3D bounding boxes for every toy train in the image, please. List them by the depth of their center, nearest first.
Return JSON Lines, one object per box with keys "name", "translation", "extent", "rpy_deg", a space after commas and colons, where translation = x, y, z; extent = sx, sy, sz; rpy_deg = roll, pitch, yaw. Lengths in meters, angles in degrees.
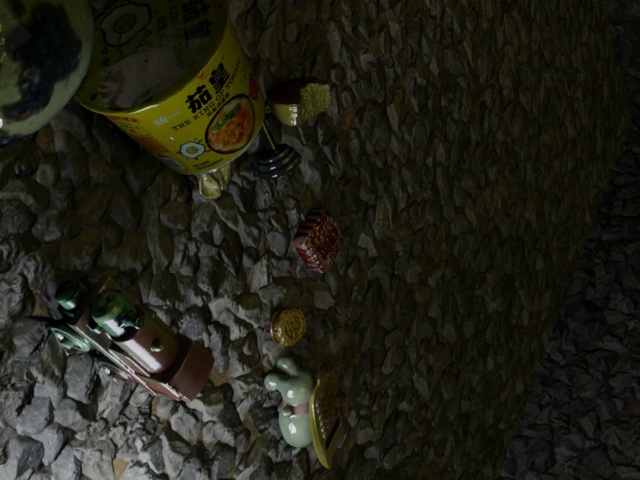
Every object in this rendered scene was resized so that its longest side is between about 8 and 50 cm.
{"name": "toy train", "translation": [-0.357, 0.182, 1.577], "extent": [0.304, 0.221, 0.150], "rpy_deg": [52, 58, -42]}

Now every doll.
{"name": "doll", "translation": [-0.052, 0.425, 2.097], "extent": [0.155, 0.113, 0.275], "rpy_deg": [-46, 129, -48]}

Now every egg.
{"name": "egg", "translation": [-0.515, -0.297, 1.205], "extent": [0.428, 0.345, 0.345], "rpy_deg": [-38, 125, -61]}

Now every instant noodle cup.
{"name": "instant noodle cup", "translation": [-0.264, -0.294, 1.580], "extent": [0.325, 0.325, 0.254], "rpy_deg": [-66, 149, -21]}

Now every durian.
{"name": "durian", "translation": [-0.252, -0.154, 1.787], "extent": [0.110, 0.071, 0.140], "rpy_deg": [-66, 153, -14]}

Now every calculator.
{"name": "calculator", "translation": [0.012, 0.440, 2.088], "extent": [0.157, 0.033, 0.236], "rpy_deg": [-53, 139, -55]}

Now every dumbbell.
{"name": "dumbbell", "translation": [-0.128, -0.247, 1.916], "extent": [0.110, 0.110, 0.254], "rpy_deg": [-47, 124, -38]}

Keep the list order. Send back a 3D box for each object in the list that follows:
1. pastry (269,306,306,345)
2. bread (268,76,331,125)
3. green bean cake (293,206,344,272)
{"name": "pastry", "translation": [-0.081, 0.212, 2.078], "extent": [0.097, 0.057, 0.109], "rpy_deg": [-42, 124, -34]}
{"name": "bread", "translation": [-0.058, -0.333, 1.973], "extent": [0.156, 0.125, 0.086], "rpy_deg": [-40, 134, -40]}
{"name": "green bean cake", "translation": [0.000, 0.000, 2.150], "extent": [0.135, 0.056, 0.135], "rpy_deg": [-59, 136, -30]}
